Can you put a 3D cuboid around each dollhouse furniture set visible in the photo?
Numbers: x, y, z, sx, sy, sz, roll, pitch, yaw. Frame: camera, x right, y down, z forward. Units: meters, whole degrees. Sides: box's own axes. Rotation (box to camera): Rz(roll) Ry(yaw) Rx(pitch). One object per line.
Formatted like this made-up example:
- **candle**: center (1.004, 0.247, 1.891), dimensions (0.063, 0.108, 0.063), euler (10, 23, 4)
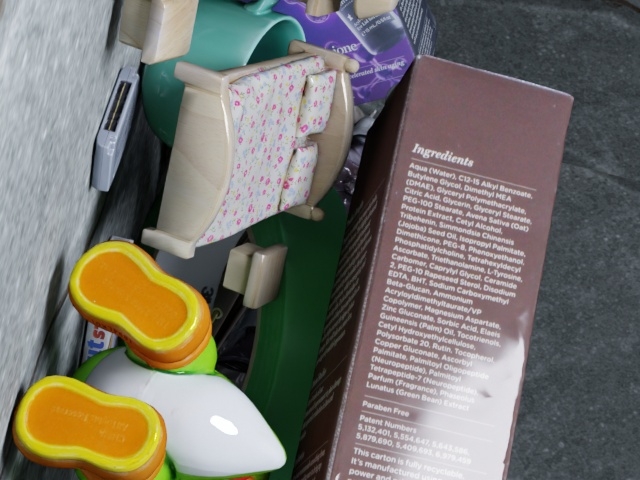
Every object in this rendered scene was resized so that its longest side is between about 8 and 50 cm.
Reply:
- **dollhouse furniture set**: center (-0.017, -0.072, 1.376), dimensions (0.303, 0.174, 0.355), euler (-25, 130, -61)

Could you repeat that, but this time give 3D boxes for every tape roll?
- **tape roll**: center (-0.079, 0.078, 1.722), dimensions (0.321, 0.077, 0.321), euler (-24, -119, 55)

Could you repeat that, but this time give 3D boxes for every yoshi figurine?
- **yoshi figurine**: center (-0.145, 0.126, 1.435), dimensions (0.362, 0.204, 0.203), euler (69, -2, -69)

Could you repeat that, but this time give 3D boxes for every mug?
- **mug**: center (-0.078, -0.141, 1.544), dimensions (0.157, 0.097, 0.129), euler (-67, 158, -11)

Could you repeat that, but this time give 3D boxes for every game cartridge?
- **game cartridge**: center (-0.148, -0.078, 1.388), dimensions (0.056, 0.017, 0.083), euler (99, 4, -49)

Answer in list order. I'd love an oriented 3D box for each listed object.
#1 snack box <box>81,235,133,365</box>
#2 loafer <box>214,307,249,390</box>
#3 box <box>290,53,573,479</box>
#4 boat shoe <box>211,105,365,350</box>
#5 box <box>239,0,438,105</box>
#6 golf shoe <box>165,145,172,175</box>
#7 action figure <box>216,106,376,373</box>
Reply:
- **snack box**: center (-0.185, 0.085, 1.626), dimensions (0.064, 0.022, 0.178), euler (-79, -178, -55)
- **loafer**: center (-0.167, 0.165, 2.078), dimensions (0.134, 0.130, 0.366), euler (16, 85, -60)
- **box**: center (0.079, 0.072, 1.501), dimensions (0.191, 0.143, 0.381), euler (124, -22, -72)
- **boat shoe**: center (-0.056, -0.007, 1.939), dimensions (0.324, 0.097, 0.116), euler (-48, 174, 5)
- **box**: center (-0.001, -0.228, 1.742), dimensions (0.108, 0.153, 0.207), euler (-76, 146, -54)
- **golf shoe**: center (-0.098, -0.098, 1.896), dimensions (0.306, 0.115, 0.140), euler (71, 36, -88)
- **action figure**: center (0.000, 0.000, 1.846), dimensions (0.099, 0.185, 0.285), euler (138, -26, -74)
